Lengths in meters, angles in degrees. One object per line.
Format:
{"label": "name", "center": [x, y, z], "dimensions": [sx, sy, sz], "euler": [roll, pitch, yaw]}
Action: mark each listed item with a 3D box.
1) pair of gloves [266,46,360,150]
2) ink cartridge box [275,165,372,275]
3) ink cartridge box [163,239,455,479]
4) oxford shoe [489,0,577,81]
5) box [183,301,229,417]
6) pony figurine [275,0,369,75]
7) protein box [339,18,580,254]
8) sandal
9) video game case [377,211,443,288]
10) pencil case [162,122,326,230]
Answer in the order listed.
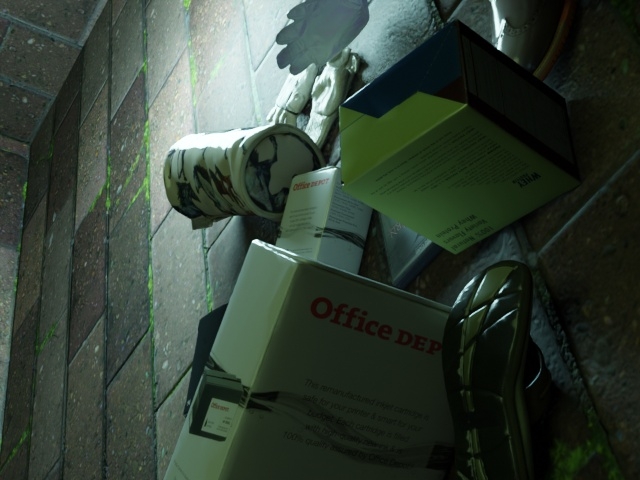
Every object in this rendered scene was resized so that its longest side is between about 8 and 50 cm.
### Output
{"label": "pair of gloves", "center": [-0.015, -0.267, 1.903], "dimensions": [0.204, 0.042, 0.240], "euler": [-63, 28, 14]}
{"label": "ink cartridge box", "center": [0.000, 0.000, 1.645], "dimensions": [0.148, 0.086, 0.203], "euler": [-6, 66, 60]}
{"label": "ink cartridge box", "center": [-0.001, 0.230, 1.272], "dimensions": [0.166, 0.285, 0.395], "euler": [22, 92, 64]}
{"label": "oxford shoe", "center": [0.243, -0.351, 1.369], "dimensions": [0.130, 0.133, 0.363], "euler": [-28, 49, 53]}
{"label": "box", "center": [-0.074, 0.196, 1.519], "dimensions": [0.108, 0.207, 0.153], "euler": [-31, 46, 52]}
{"label": "pony figurine", "center": [0.014, -0.493, 1.742], "dimensions": [0.351, 0.303, 0.363], "euler": [-28, 53, 12]}
{"label": "protein box", "center": [0.161, -0.116, 1.261], "dimensions": [0.200, 0.201, 0.136], "euler": [-33, 43, 37]}
{"label": "sandal", "center": [0.202, 0.173, 1.166], "dimensions": [0.120, 0.086, 0.303], "euler": [-8, 80, 54]}
{"label": "video game case", "center": [0.144, -0.093, 1.507], "dimensions": [0.196, 0.026, 0.274], "euler": [-50, 32, 35]}
{"label": "pencil case", "center": [-0.144, -0.111, 1.910], "dimensions": [0.410, 0.160, 0.183], "euler": [4, 112, 62]}
